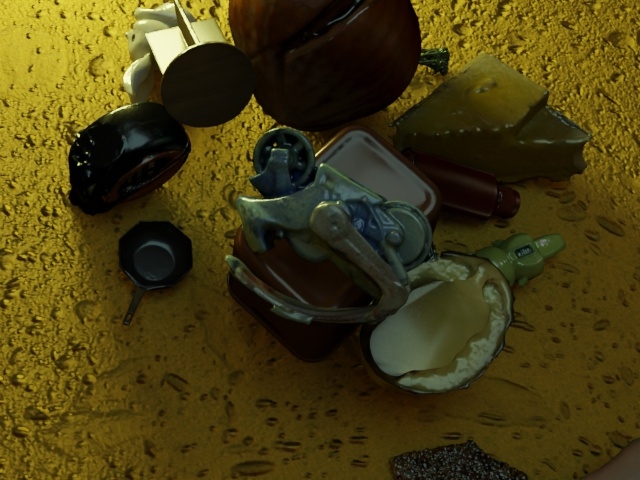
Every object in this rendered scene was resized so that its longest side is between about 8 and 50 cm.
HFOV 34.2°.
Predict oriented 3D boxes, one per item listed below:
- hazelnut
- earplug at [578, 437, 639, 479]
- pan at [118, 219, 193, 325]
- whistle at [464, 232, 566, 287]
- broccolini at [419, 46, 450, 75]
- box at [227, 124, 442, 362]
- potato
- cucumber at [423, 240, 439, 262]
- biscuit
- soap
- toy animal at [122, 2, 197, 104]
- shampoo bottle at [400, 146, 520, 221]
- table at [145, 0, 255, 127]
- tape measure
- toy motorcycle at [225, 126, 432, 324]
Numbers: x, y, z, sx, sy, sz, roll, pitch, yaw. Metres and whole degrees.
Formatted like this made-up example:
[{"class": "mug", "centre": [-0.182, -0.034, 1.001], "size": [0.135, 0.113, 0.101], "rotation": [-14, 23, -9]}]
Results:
[{"class": "hazelnut", "centre": [0.010, -0.383, 1.924], "size": [0.359, 0.409, 0.359], "rotation": [-5, 75, 20]}, {"class": "earplug", "centre": [0.448, 0.467, 1.715], "size": [0.301, 0.172, 0.172], "rotation": [-23, 69, -18]}, {"class": "pan", "centre": [-0.312, 0.054, 1.802], "size": [0.128, 0.048, 0.202], "rotation": [39, 58, 10]}, {"class": "whistle", "centre": [0.367, 0.038, 1.966], "size": [0.227, 0.085, 0.105], "rotation": [-22, 69, -23]}, {"class": "broccolini", "centre": [0.163, -0.387, 2.176], "size": [0.216, 0.067, 0.058], "rotation": [5, 57, -1]}, {"class": "box", "centre": [0.024, 0.001, 1.776], "size": [0.239, 0.229, 0.339], "rotation": [42, 72, 11]}, {"class": "potato", "centre": [0.187, 0.164, 1.774], "size": [0.242, 0.242, 0.285], "rotation": [38, 67, 8]}, {"class": "cucumber", "centre": [0.125, -0.055, 1.965], "size": [0.077, 0.077, 0.265], "rotation": [-36, 78, -28]}, {"class": "biscuit", "centre": [0.243, 0.405, 1.761], "size": [0.236, 0.026, 0.131], "rotation": [-7, 62, -19]}, {"class": "soap", "centre": [0.317, -0.166, 2.021], "size": [0.304, 0.169, 0.338], "rotation": [38, 59, 20]}, {"class": "toy animal", "centre": [-0.338, -0.354, 1.990], "size": [0.130, 0.104, 0.221], "rotation": [31, 58, 2]}, {"class": "shampoo bottle", "centre": [0.264, -0.098, 1.987], "size": [0.260, 0.064, 0.102], "rotation": [13, 78, -27]}, {"class": "table", "centre": [-0.226, -0.330, 1.857], "size": [0.167, 0.167, 0.227], "rotation": [-7, 40, -18]}, {"class": "tape measure", "centre": [-0.339, -0.150, 1.821], "size": [0.222, 0.202, 0.135], "rotation": [-29, 76, -21]}, {"class": "toy motorcycle", "centre": [-0.001, -0.002, 1.555], "size": [0.319, 0.182, 0.241], "rotation": [33, 71, 6]}]
